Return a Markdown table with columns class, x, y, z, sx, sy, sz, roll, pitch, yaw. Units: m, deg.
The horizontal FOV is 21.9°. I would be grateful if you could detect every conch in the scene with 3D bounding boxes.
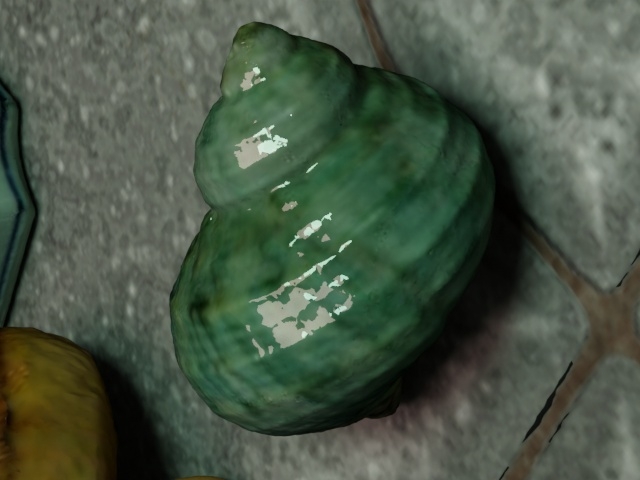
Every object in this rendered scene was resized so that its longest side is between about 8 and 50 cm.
| class | x | y | z | sx | sy | sz | roll | pitch | yaw |
| --- | --- | --- | --- | --- | --- | --- | --- | --- | --- |
| conch | -0.003 | 0.002 | 0.714 | 0.176 | 0.122 | 0.188 | -120 | 41 | -62 |

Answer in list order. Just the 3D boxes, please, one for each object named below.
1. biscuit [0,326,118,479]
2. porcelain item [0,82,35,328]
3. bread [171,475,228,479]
| class | x | y | z | sx | sy | sz | roll | pitch | yaw |
| --- | --- | --- | --- | --- | --- | --- | --- | --- | --- |
| biscuit | -0.171 | 0.156 | 0.935 | 0.274 | 0.091 | 0.213 | -178 | 100 | -73 |
| porcelain item | -0.328 | -0.024 | 1.086 | 0.281 | 0.157 | 0.285 | 49 | 132 | 33 |
| bread | -0.090 | 0.236 | 0.902 | 0.092 | 0.074 | 0.239 | 47 | 130 | 42 |
